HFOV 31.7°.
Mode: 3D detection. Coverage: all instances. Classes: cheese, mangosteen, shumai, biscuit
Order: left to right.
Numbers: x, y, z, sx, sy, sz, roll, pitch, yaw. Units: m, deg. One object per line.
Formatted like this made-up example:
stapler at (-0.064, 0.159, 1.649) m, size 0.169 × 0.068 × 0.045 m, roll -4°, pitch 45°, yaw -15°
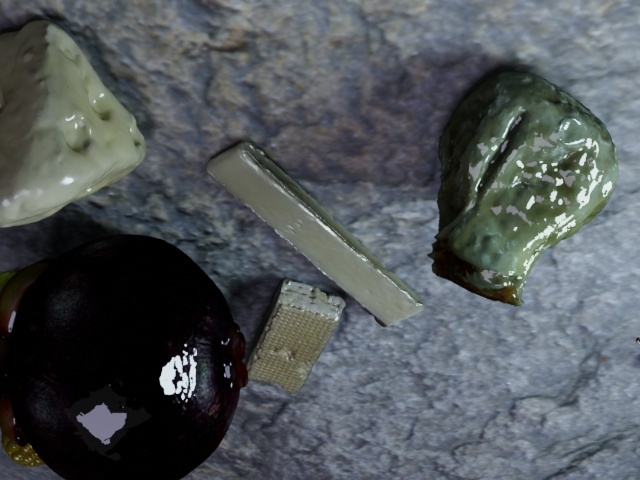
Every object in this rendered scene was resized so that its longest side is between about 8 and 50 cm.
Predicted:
cheese at (-0.341, -0.110, 1.444) m, size 0.173 × 0.248 × 0.251 m, roll -13°, pitch 139°, yaw 28°
mangosteen at (-0.327, 0.181, 1.648) m, size 0.435 × 0.382 × 0.382 m, roll -3°, pitch 137°, yaw 8°
biscuit at (-0.046, 0.157, 1.790) m, size 0.108 × 0.062 × 0.239 m, roll 19°, pitch 139°, yaw -7°
cheese at (0.001, -0.002, 1.627) m, size 0.085 × 0.034 × 0.400 m, roll -30°, pitch 124°, yaw 32°
shumai at (0.245, -0.055, 1.371) m, size 0.225 × 0.222 × 0.261 m, roll 13°, pitch 134°, yaw 3°

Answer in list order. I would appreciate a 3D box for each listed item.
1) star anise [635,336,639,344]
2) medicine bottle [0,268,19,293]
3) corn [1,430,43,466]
star anise at (0.536, 0.181, 1.672) m, size 0.190 × 0.070 × 0.097 m, roll 29°, pitch 138°, yaw -14°
medicine bottle at (-0.563, 0.165, 1.870) m, size 0.250 × 0.137 × 0.141 m, roll -16°, pitch 130°, yaw 28°
corn at (-0.465, 0.291, 1.995) m, size 0.131 × 0.131 × 0.344 m, roll 26°, pitch 136°, yaw -15°
